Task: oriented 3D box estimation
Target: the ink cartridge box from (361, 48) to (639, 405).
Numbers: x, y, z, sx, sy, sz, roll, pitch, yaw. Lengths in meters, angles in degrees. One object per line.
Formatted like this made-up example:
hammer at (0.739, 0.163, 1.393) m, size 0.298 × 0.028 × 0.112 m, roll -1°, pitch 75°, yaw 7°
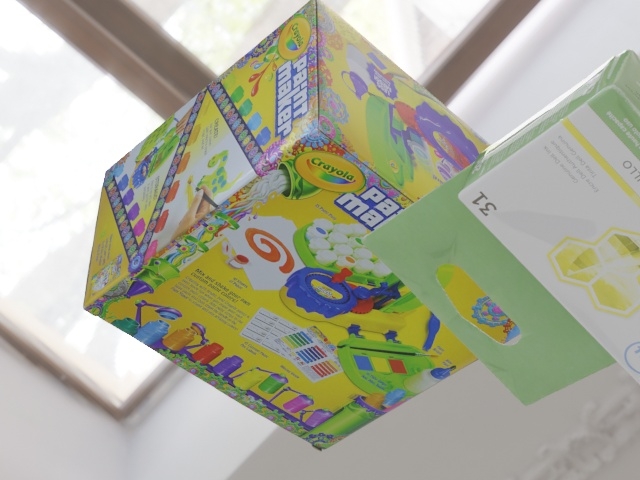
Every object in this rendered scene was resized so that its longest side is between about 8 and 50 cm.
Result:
ink cartridge box at (0.146, 0.017, 0.764) m, size 0.171 × 0.235 × 0.056 m, roll 45°, pitch -140°, yaw -10°

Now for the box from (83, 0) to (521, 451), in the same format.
box at (0.000, 0.000, 1.121) m, size 0.290 × 0.279 × 0.177 m, roll 36°, pitch -146°, yaw -31°
